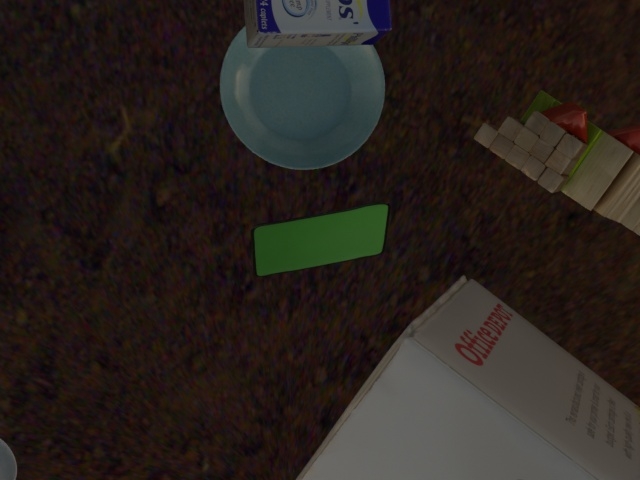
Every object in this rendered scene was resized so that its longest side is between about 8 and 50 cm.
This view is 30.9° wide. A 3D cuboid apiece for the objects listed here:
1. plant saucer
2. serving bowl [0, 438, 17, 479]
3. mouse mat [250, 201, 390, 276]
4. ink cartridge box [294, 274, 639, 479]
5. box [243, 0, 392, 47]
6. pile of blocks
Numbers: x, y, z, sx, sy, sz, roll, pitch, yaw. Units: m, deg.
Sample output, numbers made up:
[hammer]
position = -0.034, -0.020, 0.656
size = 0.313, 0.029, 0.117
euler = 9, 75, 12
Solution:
[plant saucer]
position = -0.022, -0.179, 1.363
size = 0.194, 0.037, 0.195
euler = 0, 89, -6
[serving bowl]
position = -0.349, 0.230, 1.161
size = 0.083, 0.027, 0.083
euler = 24, 39, -21
[mouse mat]
position = 0.000, 0.000, 1.569
size = 0.189, 0.153, 0.007
euler = -11, 63, -7
[ink cartridge box]
position = 0.158, 0.173, 0.683
size = 0.306, 0.226, 0.131
euler = 37, 103, 10
[box]
position = -0.006, -0.260, 1.150
size = 0.137, 0.072, 0.126
euler = -4, 87, -13
[pile of blocks]
position = 0.317, -0.108, 1.364
size = 0.149, 0.362, 0.113
euler = 43, 106, 37
